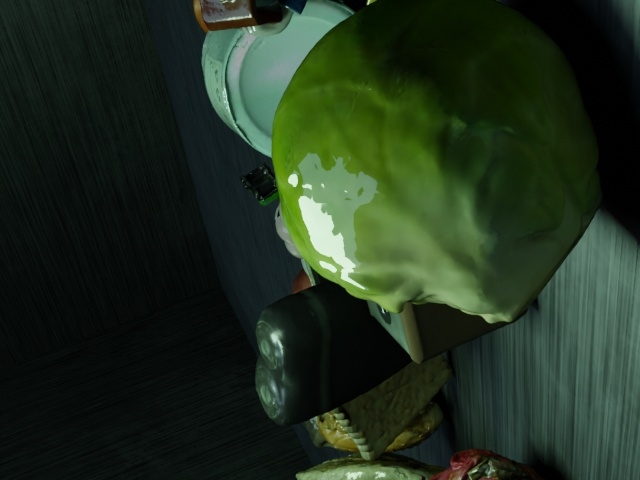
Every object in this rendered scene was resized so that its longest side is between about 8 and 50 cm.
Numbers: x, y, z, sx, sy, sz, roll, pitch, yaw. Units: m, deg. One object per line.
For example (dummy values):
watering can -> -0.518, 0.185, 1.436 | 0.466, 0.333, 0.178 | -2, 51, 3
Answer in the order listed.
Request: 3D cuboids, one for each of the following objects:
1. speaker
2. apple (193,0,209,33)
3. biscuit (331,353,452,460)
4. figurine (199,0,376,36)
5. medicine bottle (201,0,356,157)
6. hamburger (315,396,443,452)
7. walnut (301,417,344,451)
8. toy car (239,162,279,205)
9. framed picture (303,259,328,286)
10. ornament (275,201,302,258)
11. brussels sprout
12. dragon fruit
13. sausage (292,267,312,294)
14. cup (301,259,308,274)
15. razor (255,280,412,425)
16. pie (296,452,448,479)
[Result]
speaker -> 0.137, 0.001, 1.392 | 0.153, 0.193, 0.230 | 46, 155, 58
apple -> -0.140, -0.416, 2.004 | 0.163, 0.163, 0.139 | 50, 163, 58
biscuit -> 0.084, 0.188, 1.755 | 0.044, 0.217, 0.325 | 29, 160, 43
figurine -> -0.032, -0.377, 1.481 | 0.204, 0.283, 0.338 | 35, -153, -33
medicine bottle -> -0.059, -0.264, 1.718 | 0.290, 0.245, 0.245 | -133, 25, -67
hamburger -> 0.087, 0.261, 2.003 | 0.260, 0.245, 0.211 | 3, 113, 55
walnut -> 0.043, 0.363, 2.466 | 0.224, 0.224, 0.224 | 159, 90, -79
toy car -> -0.139, -0.129, 2.748 | 0.062, 0.071, 0.165 | 58, 175, -28
framed picture -> 0.045, 0.004, 1.794 | 0.016, 0.273, 0.216 | -9, 106, 32
ornament -> 0.015, -0.045, 1.933 | 0.177, 0.177, 0.177 | 159, 90, -79
brussels sprout -> 0.117, -0.082, 1.107 | 0.268, 0.344, 0.344 | -3, -112, -64
dragon fruit -> 0.245, 0.432, 1.600 | 0.250, 0.250, 0.315 | 63, -177, 29
sausage -> 0.019, 0.098, 2.258 | 0.254, 0.148, 0.148 | 133, 115, -80
cup -> 0.009, 0.014, 2.082 | 0.142, 0.174, 0.134 | 86, -158, -59
razor -> 0.061, 0.117, 1.579 | 0.113, 0.349, 0.204 | 37, 141, 38
pie -> 0.126, 0.406, 1.917 | 0.339, 0.339, 0.077 | 146, 129, -78
